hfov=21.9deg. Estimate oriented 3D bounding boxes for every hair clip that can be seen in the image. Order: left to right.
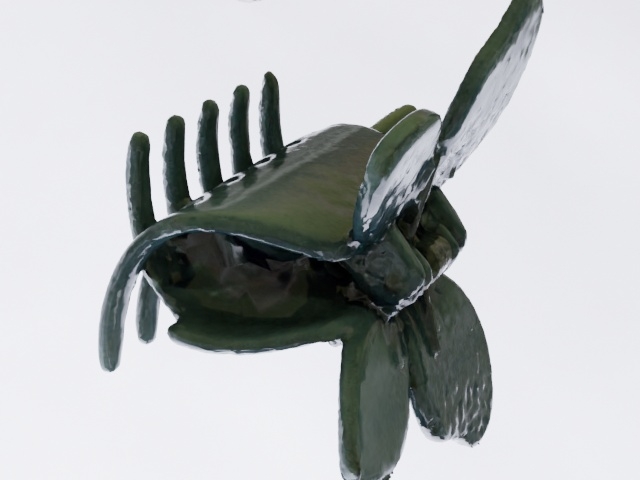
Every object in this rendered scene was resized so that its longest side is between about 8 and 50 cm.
[{"bbox_3d":[0.000,0.000,1.285,0.238,0.392,0.318,13,-157,20],"label":"hair clip"}]

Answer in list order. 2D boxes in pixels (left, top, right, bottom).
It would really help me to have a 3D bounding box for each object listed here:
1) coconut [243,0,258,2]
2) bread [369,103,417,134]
[{"bbox_3d":[-0.047,-0.221,1.152,0.110,0.110,0.124,27,-176,-4],"label":"coconut"},{"bbox_3d":[0.031,-0.035,1.500,0.112,0.193,0.036,-33,-120,-27],"label":"bread"}]
